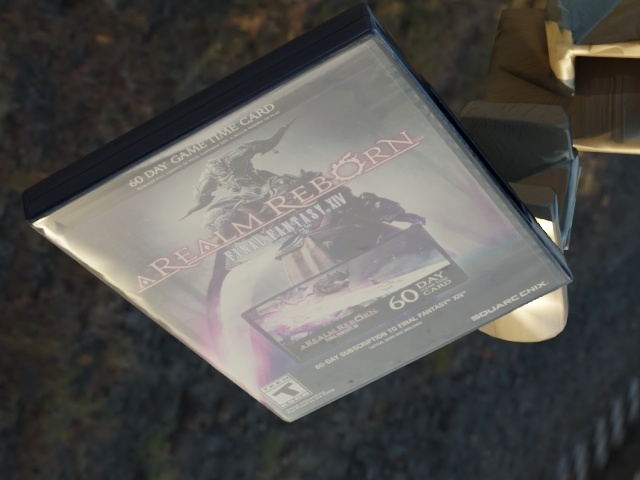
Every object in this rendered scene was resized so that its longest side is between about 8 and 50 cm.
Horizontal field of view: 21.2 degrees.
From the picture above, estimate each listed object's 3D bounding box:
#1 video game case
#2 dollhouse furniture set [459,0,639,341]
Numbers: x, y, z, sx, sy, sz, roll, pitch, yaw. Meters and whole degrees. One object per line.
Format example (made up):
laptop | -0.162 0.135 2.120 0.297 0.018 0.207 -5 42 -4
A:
video game case | 0.000 0.000 0.909 0.274 0.196 0.026 44 23 -52
dollhouse furniture set | 0.310 -0.077 1.146 0.256 0.394 0.362 73 26 -50
